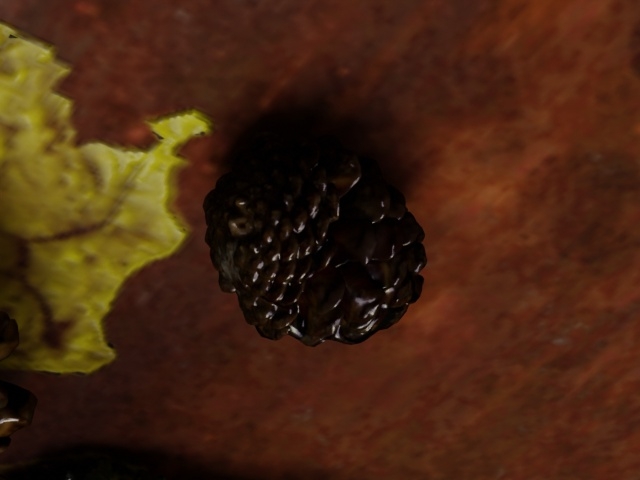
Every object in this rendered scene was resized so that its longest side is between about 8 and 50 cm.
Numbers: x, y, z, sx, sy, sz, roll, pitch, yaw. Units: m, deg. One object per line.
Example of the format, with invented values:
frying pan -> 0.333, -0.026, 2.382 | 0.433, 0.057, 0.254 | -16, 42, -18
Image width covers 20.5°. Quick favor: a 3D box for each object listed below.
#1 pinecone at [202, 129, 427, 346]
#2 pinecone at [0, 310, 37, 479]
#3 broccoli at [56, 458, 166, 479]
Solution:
pinecone -> 0.000, 0.000, 0.623 | 0.083, 0.077, 0.077 | 6, 140, -46
pinecone -> -0.173, 0.074, 0.628 | 0.173, 0.174, 0.174 | -3, 135, -3
broccoli -> -0.070, 0.252, 0.678 | 0.252, 0.361, 0.221 | 15, 116, -44
